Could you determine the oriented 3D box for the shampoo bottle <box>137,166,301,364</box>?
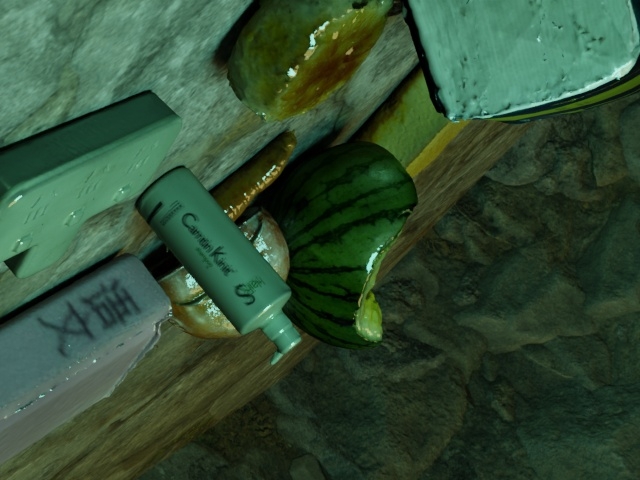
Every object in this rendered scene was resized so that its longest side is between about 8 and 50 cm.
[{"bbox_3d":[-0.116,0.031,1.821,0.085,0.262,0.085,-39,172,-7],"label":"shampoo bottle"}]

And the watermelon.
[{"bbox_3d":[0.000,0.000,2.261,0.189,0.331,0.331,4,144,-33],"label":"watermelon"}]

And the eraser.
[{"bbox_3d":[-0.390,0.188,1.913,0.359,0.122,0.272,-32,169,-41],"label":"eraser"}]

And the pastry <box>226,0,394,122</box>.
[{"bbox_3d":[-0.016,-0.217,1.585,0.182,0.093,0.192,-29,161,-49],"label":"pastry"}]

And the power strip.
[{"bbox_3d":[-0.265,-0.041,1.478,0.265,0.059,0.194,-32,164,-48],"label":"power strip"}]

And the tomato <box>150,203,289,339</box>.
[{"bbox_3d":[-0.136,0.062,2.131,0.214,0.155,0.180,-36,-166,-14],"label":"tomato"}]

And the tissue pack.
[{"bbox_3d":[0.252,-0.279,1.694,0.253,0.264,0.416,-14,180,18],"label":"tissue pack"}]

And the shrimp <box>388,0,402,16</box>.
[{"bbox_3d":[0.071,-0.295,1.701,0.165,0.065,0.057,62,45,-76],"label":"shrimp"}]

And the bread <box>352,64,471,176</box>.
[{"bbox_3d":[0.179,-0.211,2.402,0.274,0.114,0.184,-45,174,30],"label":"bread"}]

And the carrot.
[{"bbox_3d":[-0.119,-0.064,2.041,0.248,0.059,0.059,-42,172,-9],"label":"carrot"}]
